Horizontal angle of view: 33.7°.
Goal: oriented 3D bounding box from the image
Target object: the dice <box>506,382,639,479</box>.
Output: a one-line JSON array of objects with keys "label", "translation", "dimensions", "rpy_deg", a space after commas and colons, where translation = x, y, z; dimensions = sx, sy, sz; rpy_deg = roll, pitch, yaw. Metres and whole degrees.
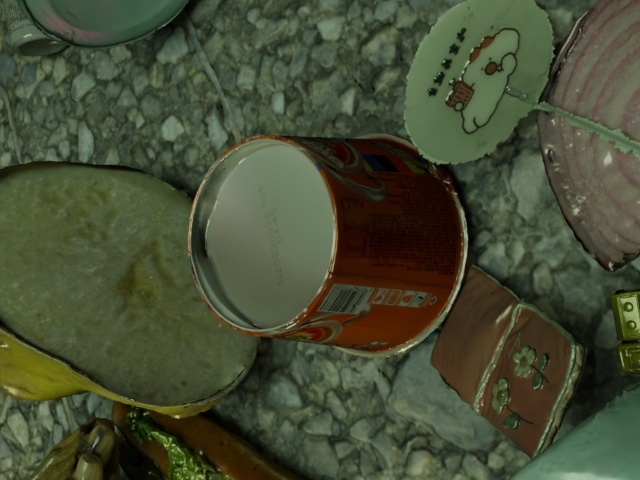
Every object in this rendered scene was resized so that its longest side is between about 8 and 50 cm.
[{"label": "dice", "translation": [0.274, 0.289, 0.881], "dimensions": [0.268, 0.264, 0.262], "rpy_deg": [-47, 67, 24]}]

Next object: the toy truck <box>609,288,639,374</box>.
[{"label": "toy truck", "translation": [0.299, 0.085, 0.985], "dimensions": [0.049, 0.054, 0.083], "rpy_deg": [-11, 85, 33]}]

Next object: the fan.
[{"label": "fan", "translation": [0.193, -0.138, 1.018], "dimensions": [0.329, 0.009, 0.191], "rpy_deg": [35, 99, 48]}]

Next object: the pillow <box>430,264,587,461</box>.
[{"label": "pillow", "translation": [0.176, 0.113, 1.015], "dimensions": [0.126, 0.043, 0.232], "rpy_deg": [-68, 24, 9]}]

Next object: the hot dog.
[{"label": "hot dog", "translation": [-0.136, 0.288, 1.253], "dimensions": [0.337, 0.100, 0.135], "rpy_deg": [29, 107, 30]}]

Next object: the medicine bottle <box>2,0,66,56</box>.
[{"label": "medicine bottle", "translation": [-0.388, -0.325, 1.423], "dimensions": [0.079, 0.079, 0.140], "rpy_deg": [-16, 82, 33]}]

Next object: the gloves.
[{"label": "gloves", "translation": [-0.287, 0.364, 1.270], "dimensions": [0.203, 0.155, 0.356], "rpy_deg": [32, 131, 17]}]

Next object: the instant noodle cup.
[{"label": "instant noodle cup", "translation": [0.000, 0.000, 1.088], "dimensions": [0.250, 0.192, 0.250], "rpy_deg": [-3, 85, 37]}]

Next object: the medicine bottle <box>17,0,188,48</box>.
[{"label": "medicine bottle", "translation": [-0.298, -0.407, 1.263], "dimensions": [0.245, 0.245, 0.290], "rpy_deg": [-52, 57, 23]}]

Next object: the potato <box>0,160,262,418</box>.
[{"label": "potato", "translation": [-0.289, 0.093, 1.315], "dimensions": [0.397, 0.290, 0.296], "rpy_deg": [25, 143, -7]}]

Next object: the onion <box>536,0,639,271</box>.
[{"label": "onion", "translation": [0.320, -0.119, 0.946], "dimensions": [0.250, 0.111, 0.247], "rpy_deg": [-47, 44, 37]}]
